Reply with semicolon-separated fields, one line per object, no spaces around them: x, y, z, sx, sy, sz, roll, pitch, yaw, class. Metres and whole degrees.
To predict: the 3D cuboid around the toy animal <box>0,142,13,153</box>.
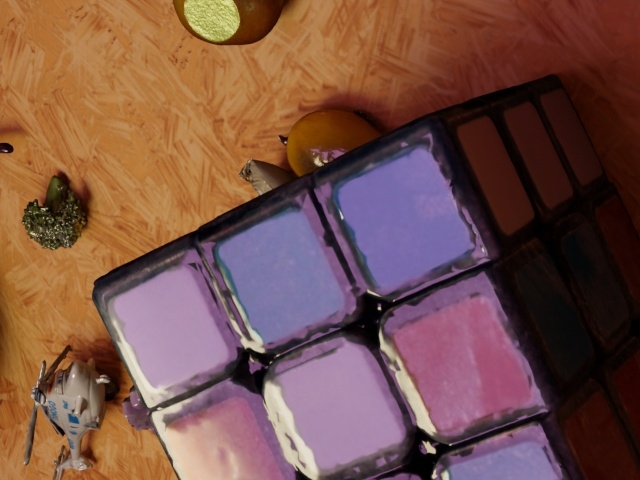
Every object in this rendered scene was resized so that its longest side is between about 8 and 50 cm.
-0.533;-0.208;1.837;0.195;0.090;0.324;-32;87;46;toy animal

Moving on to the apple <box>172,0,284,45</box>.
-0.092;-0.246;1.426;0.114;0.099;0.102;18;134;3;apple

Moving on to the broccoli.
-0.332;-0.033;1.781;0.095;0.097;0.092;11;77;13;broccoli

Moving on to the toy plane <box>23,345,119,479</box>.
-0.324;0.248;1.879;0.107;0.182;0.273;8;124;2;toy plane

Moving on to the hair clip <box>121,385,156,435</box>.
-0.176;0.168;1.740;0.106;0.085;0.292;15;139;-18;hair clip

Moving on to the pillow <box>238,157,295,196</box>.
0.000;0.000;1.482;0.208;0.053;0.119;47;172;11;pillow

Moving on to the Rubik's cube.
0.081;0.090;1.202;0.363;0.362;0.359;-27;87;31;Rubik's cube

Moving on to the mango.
0.037;-0.071;1.434;0.187;0.066;0.101;29;130;18;mango
